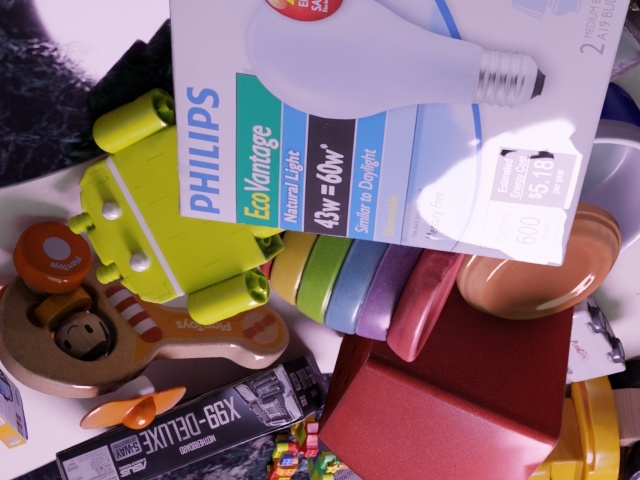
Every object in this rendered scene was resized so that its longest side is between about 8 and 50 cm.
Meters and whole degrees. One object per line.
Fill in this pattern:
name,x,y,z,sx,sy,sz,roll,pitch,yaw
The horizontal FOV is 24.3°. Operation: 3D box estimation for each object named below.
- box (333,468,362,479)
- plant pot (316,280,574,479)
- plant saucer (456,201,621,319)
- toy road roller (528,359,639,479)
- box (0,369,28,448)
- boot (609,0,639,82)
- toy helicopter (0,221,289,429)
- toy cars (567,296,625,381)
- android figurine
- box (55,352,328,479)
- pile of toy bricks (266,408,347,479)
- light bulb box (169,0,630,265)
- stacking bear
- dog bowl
box,0.111,0.325,2.203,0.324,0.067,0.063,-36,138,26
plant pot,0.145,0.180,1.861,0.236,0.267,0.267,23,134,-6
plant saucer,0.258,0.032,1.729,0.200,0.037,0.200,-10,143,-8
toy road roller,0.405,0.336,2.229,0.241,0.202,0.329,-2,138,1
box,-0.398,0.198,1.829,0.028,0.081,0.136,-18,143,2
boot,0.266,-0.266,1.416,0.263,0.091,0.229,-36,121,21
toy helicopter,-0.191,0.117,1.678,0.355,0.235,0.140,3,139,-30
toy cars,0.444,0.138,2.060,0.394,0.087,0.176,13,145,-20
android figurine,-0.149,-0.031,1.541,0.273,0.248,0.056,-20,-168,33
box,-0.154,0.236,1.884,0.307,0.076,0.242,-22,176,7
pile of toy bricks,-0.004,0.318,2.116,0.118,0.105,0.212,0,141,-21
light bulb box,0.063,-0.190,1.287,0.361,0.225,0.358,7,140,4
stacking bear,0.000,0.000,1.593,0.289,0.175,0.164,25,126,9
dog bowl,0.264,-0.066,1.723,0.265,0.104,0.265,-11,143,-8
